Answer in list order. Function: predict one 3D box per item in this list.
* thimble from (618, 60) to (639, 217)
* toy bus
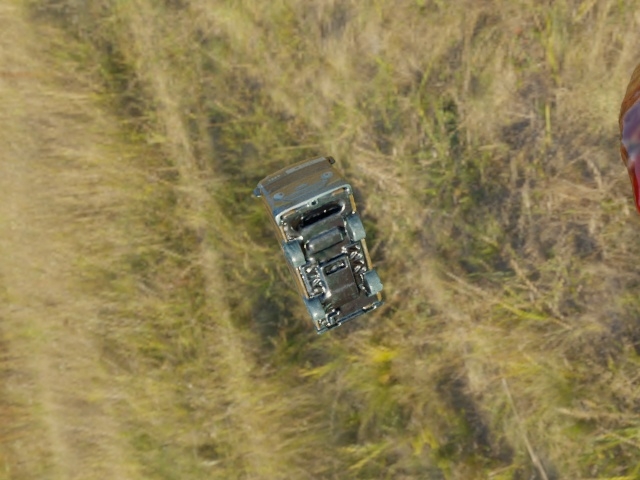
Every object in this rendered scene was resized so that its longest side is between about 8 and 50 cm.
[{"bbox_3d":[0.432,-0.066,0.609,0.231,0.350,0.350,-33,70,56],"label":"thimble"},{"bbox_3d":[0.000,0.000,0.849,0.103,0.091,0.182,-122,10,-48],"label":"toy bus"}]
